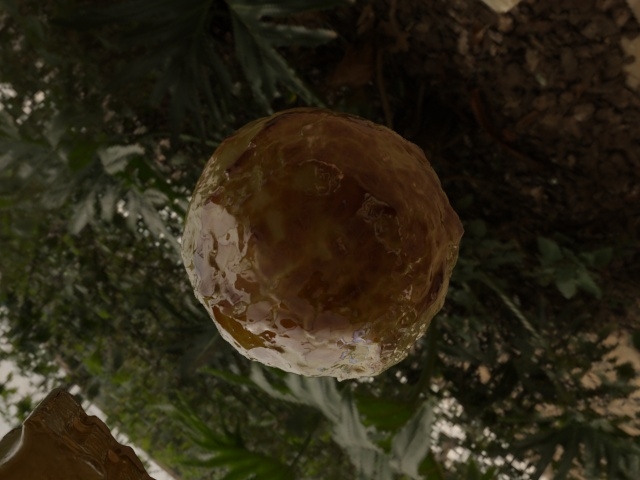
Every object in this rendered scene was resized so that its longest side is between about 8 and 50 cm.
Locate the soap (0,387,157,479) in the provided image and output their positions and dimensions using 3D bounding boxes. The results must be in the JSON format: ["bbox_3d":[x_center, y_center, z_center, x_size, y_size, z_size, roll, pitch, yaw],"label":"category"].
[{"bbox_3d":[-0.355,0.379,1.141,0.293,0.156,0.335,46,169,-9],"label":"soap"}]

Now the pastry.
[{"bbox_3d":[0.000,0.000,1.032,0.389,0.388,0.312,35,171,11],"label":"pastry"}]
